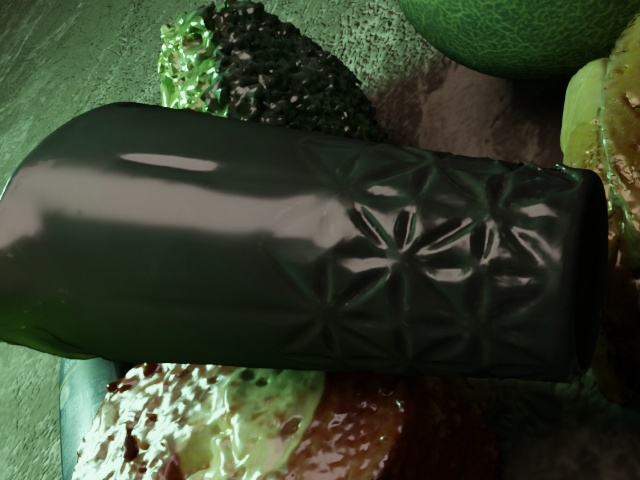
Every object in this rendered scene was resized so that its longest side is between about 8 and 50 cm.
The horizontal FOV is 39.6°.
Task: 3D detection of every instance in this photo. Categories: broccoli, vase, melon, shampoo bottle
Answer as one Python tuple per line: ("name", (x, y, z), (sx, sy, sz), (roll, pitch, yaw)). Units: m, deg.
("broccoli", (-0.130, -0.060, 0.843), (0.397, 0.275, 0.353), (-25, 10, 40))
("vase", (0.000, 0.000, 0.494), (0.300, 0.156, 0.251), (6, 28, 27))
("melon", (0.196, -0.245, 0.666), (0.301, 0.237, 0.237), (-12, 47, 43))
("shampoo bottle", (-0.223, 0.157, 0.878), (0.087, 0.049, 0.234), (-42, 34, 10))

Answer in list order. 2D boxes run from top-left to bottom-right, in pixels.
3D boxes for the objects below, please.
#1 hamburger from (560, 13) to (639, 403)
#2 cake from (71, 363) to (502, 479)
("hamburger", (0.211, -0.044, 0.542), (0.124, 0.131, 0.262), (-14, 50, 39))
("cake", (-0.028, 0.155, 0.578), (0.283, 0.151, 0.177), (-19, 50, 22))
